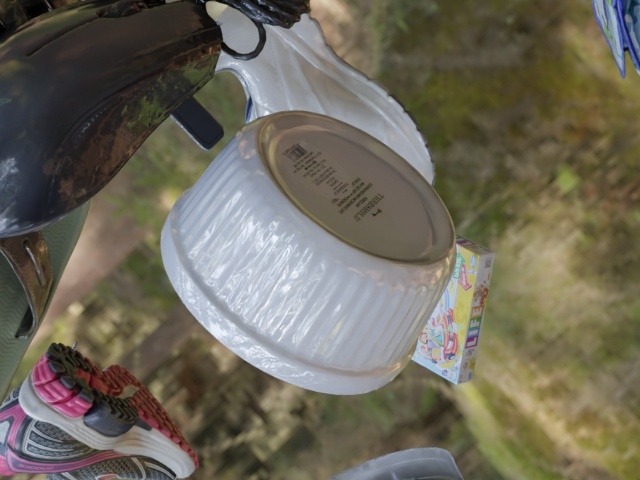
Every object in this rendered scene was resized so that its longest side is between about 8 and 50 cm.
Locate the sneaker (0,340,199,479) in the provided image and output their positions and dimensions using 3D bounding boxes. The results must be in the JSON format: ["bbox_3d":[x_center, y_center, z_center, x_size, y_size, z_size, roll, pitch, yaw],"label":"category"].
[{"bbox_3d":[-0.218,0.182,1.561,0.121,0.112,0.299,48,-176,28],"label":"sneaker"}]

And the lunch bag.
[{"bbox_3d":[0.264,-0.176,1.267,0.151,0.096,0.129,38,-155,-28],"label":"lunch bag"}]

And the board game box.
[{"bbox_3d":[0.135,0.068,1.797,0.026,0.154,0.103,-10,-154,-40],"label":"board game box"}]

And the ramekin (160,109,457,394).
[{"bbox_3d":[0.000,0.000,1.171,0.207,0.109,0.207,24,-148,-16],"label":"ramekin"}]

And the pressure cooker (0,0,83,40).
[{"bbox_3d":[-0.412,-0.199,1.442,0.370,0.420,0.375,59,-179,-4],"label":"pressure cooker"}]

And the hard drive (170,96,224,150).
[{"bbox_3d":[-0.112,-0.111,1.194,0.094,0.022,0.135,46,-179,-11],"label":"hard drive"}]

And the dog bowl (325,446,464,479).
[{"bbox_3d":[0.042,0.386,1.933,0.102,0.349,0.349,60,-174,-13],"label":"dog bowl"}]

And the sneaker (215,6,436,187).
[{"bbox_3d":[-0.004,-0.138,1.707,0.297,0.129,0.111,41,174,-9],"label":"sneaker"}]

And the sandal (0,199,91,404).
[{"bbox_3d":[-0.249,0.026,1.243,0.120,0.303,0.086,15,-176,-16],"label":"sandal"}]

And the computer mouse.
[{"bbox_3d":[-0.149,-0.113,1.013,0.188,0.272,0.072,17,142,30],"label":"computer mouse"}]
